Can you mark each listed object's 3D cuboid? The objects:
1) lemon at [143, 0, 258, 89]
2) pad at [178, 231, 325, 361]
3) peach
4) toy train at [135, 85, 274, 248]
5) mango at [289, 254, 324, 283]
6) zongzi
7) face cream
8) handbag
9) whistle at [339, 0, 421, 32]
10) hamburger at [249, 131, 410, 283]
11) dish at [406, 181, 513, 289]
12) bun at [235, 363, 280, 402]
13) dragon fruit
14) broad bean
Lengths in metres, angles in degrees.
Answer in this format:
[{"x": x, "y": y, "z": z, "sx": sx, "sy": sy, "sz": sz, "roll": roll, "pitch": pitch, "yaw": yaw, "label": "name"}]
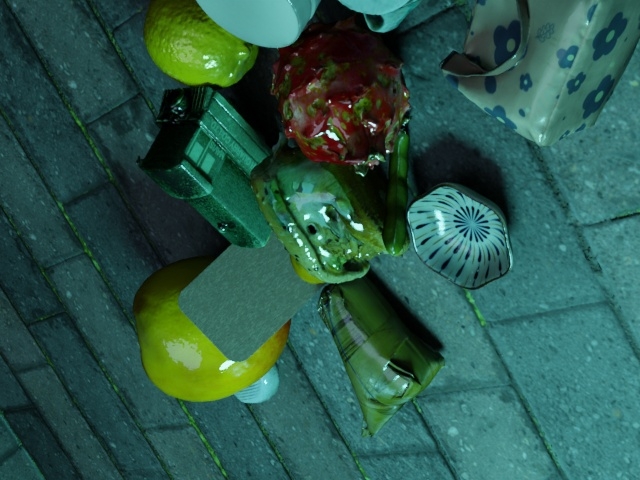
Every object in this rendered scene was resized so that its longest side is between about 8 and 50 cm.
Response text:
[{"x": -0.195, "y": -0.338, "z": 1.594, "sx": 0.193, "sy": 0.180, "sz": 0.180, "roll": 3, "pitch": 123, "yaw": 15, "label": "lemon"}, {"x": -0.117, "y": 0.081, "z": 1.778, "sx": 0.176, "sy": 0.266, "sz": 0.002, "roll": 45, "pitch": 169, "yaw": 7, "label": "pad"}, {"x": -0.208, "y": 0.176, "z": 1.897, "sx": 0.308, "sy": 0.289, "sz": 0.288, "roll": 0, "pitch": 124, "yaw": 3, "label": "peach"}, {"x": -0.169, "y": -0.116, "z": 1.661, "sx": 0.139, "sy": 0.178, "sz": 0.330, "roll": 2, "pitch": 148, "yaw": 40, "label": "toy train"}, {"x": 0.003, "y": 0.005, "z": 1.725, "sx": 0.111, "sy": 0.089, "sz": 0.163, "roll": 39, "pitch": 128, "yaw": 12, "label": "mango"}, {"x": 0.069, "y": 0.216, "z": 1.799, "sx": 0.260, "sy": 0.123, "sz": 0.289, "roll": 49, "pitch": 143, "yaw": 10, "label": "zongzi"}, {"x": -0.073, "y": -0.386, "z": 1.364, "sx": 0.177, "sy": 0.152, "sz": 0.177, "roll": 23, "pitch": 157, "yaw": 11, "label": "face cream"}, {"x": 0.285, "y": -0.271, "z": 1.207, "sx": 0.193, "sy": 0.190, "sz": 0.251, "roll": 36, "pitch": 129, "yaw": 26, "label": "handbag"}, {"x": 0.142, "y": -0.438, "z": 1.221, "sx": 0.188, "sy": 0.168, "sz": 0.405, "roll": 53, "pitch": 139, "yaw": -1, "label": "whistle"}, {"x": 0.010, "y": -0.053, "z": 1.573, "sx": 0.168, "sy": 0.192, "sz": 0.288, "roll": -28, "pitch": 97, "yaw": 27, "label": "hamburger"}, {"x": 0.230, "y": -0.018, "z": 1.522, "sx": 0.191, "sy": 0.066, "sz": 0.190, "roll": 23, "pitch": 134, "yaw": 27, "label": "dish"}, {"x": -0.142, "y": 0.275, "z": 2.056, "sx": 0.141, "sy": 0.083, "sz": 0.140, "roll": 17, "pitch": 119, "yaw": 34, "label": "bun"}, {"x": 0.037, "y": -0.204, "z": 1.436, "sx": 0.210, "sy": 0.205, "sz": 0.268, "roll": 82, "pitch": 169, "yaw": -57, "label": "dragon fruit"}, {"x": 0.120, "y": -0.083, "z": 1.517, "sx": 0.039, "sy": 0.226, "sz": 0.069, "roll": 4, "pitch": 171, "yaw": 0, "label": "broad bean"}]
